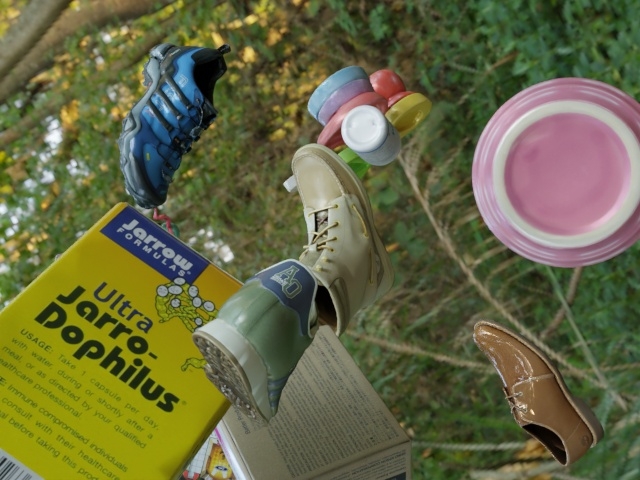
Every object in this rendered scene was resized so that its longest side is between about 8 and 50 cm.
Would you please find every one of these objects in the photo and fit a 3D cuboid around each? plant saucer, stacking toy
[{"bbox_3d":[0.426,-0.115,1.540,0.332,0.332,0.084,63,-162,2],"label":"plant saucer"},{"bbox_3d":[0.044,-0.232,1.781,0.130,0.279,0.309,53,-153,17],"label":"stacking toy"}]

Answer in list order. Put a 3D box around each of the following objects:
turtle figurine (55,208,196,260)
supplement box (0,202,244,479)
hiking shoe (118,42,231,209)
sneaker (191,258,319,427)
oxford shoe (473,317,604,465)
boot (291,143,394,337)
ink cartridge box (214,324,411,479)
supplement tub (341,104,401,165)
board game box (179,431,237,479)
[{"bbox_3d":[-0.318,0.023,1.510,0.175,0.234,0.118,80,175,-68],"label":"turtle figurine"},{"bbox_3d":[-0.214,0.168,0.756,0.195,0.194,0.356,35,-137,1],"label":"supplement box"},{"bbox_3d":[-0.238,-0.197,1.461,0.113,0.132,0.304,44,-130,-59],"label":"hiking shoe"},{"bbox_3d":[-0.033,0.070,0.614,0.064,0.086,0.192,40,163,12],"label":"sneaker"},{"bbox_3d":[0.260,0.189,1.123,0.212,0.076,0.076,49,154,10],"label":"oxford shoe"},{"bbox_3d":[0.000,0.000,1.302,0.203,0.095,0.262,-38,-73,-55],"label":"boot"},{"bbox_3d":[-0.025,0.228,1.104,0.235,0.193,0.088,-128,26,-48],"label":"ink cartridge box"},{"bbox_3d":[0.077,-0.157,1.343,0.071,0.071,0.107,63,-168,14],"label":"supplement tub"},{"bbox_3d":[-0.139,0.311,1.359,0.030,0.259,0.136,108,175,-76],"label":"board game box"}]
